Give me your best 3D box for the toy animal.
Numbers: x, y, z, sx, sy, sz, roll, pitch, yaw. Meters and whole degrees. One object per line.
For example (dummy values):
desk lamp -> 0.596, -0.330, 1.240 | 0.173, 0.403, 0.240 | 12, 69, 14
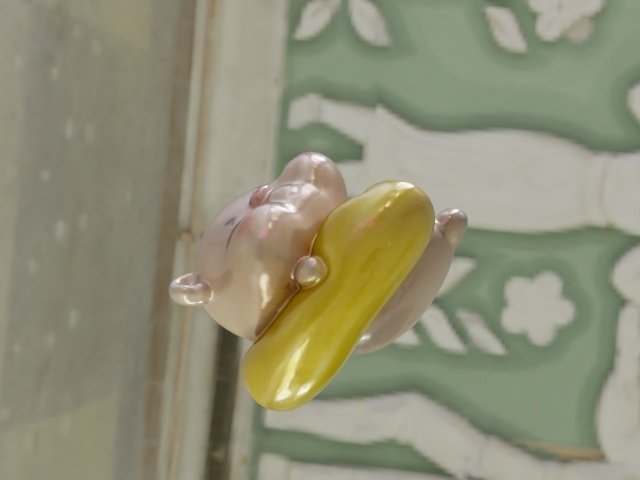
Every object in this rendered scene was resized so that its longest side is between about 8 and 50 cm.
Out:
toy animal -> 0.000, 0.000, 0.548 | 0.114, 0.082, 0.091 | -27, 149, -49
